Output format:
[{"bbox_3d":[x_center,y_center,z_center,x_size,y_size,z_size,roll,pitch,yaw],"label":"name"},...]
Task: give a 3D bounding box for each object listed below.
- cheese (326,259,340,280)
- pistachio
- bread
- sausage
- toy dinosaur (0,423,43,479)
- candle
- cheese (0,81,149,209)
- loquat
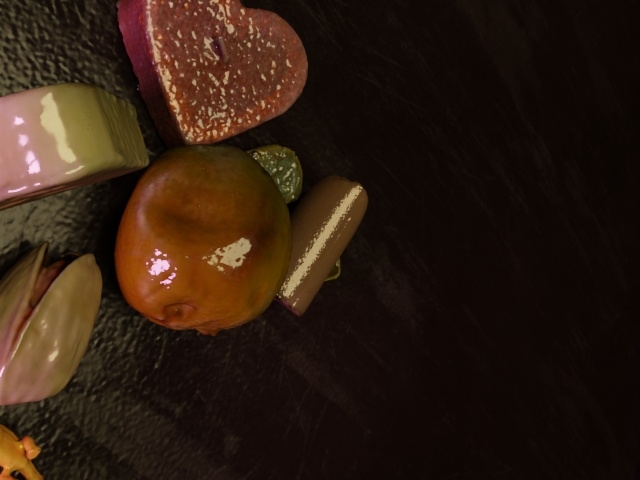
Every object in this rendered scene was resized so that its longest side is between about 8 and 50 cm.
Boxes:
[{"bbox_3d":[-0.001,0.000,1.235,0.086,0.036,0.162,-11,100,-38],"label":"cheese"},{"bbox_3d":[-0.392,0.111,0.862,0.157,0.157,0.229,32,66,-35],"label":"pistachio"},{"bbox_3d":[-0.103,-0.109,1.131,0.156,0.064,0.117,-24,106,-36],"label":"bread"},{"bbox_3d":[-0.016,0.002,1.144,0.123,0.123,0.252,40,80,-32],"label":"sausage"},{"bbox_3d":[-0.465,0.252,0.841,0.070,0.117,0.288,-56,139,-36],"label":"toy dinosaur"},{"bbox_3d":[-0.181,-0.282,1.024,0.317,0.131,0.287,28,78,-34],"label":"candle"},{"bbox_3d":[-0.407,-0.089,0.787,0.384,0.384,0.104,-25,102,-34],"label":"cheese"},{"bbox_3d":[-0.179,0.001,0.968,0.276,0.276,0.283,12,63,-38],"label":"loquat"}]
